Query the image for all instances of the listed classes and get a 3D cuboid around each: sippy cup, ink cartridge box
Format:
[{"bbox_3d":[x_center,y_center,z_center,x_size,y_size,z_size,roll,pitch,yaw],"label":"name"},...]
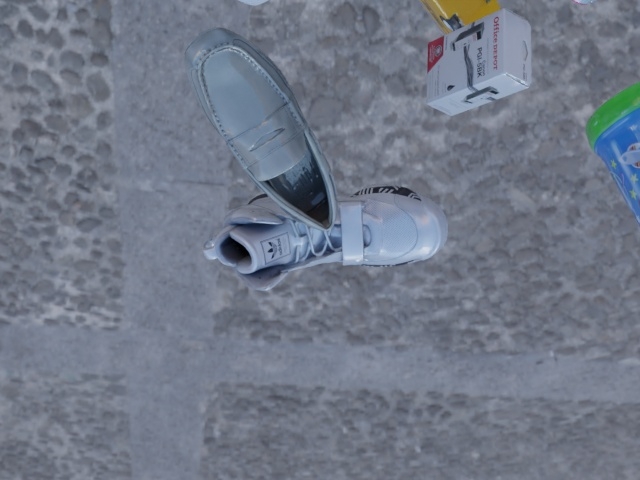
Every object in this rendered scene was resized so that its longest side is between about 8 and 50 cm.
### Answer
[{"bbox_3d":[0.515,-0.096,1.142,0.306,0.224,0.240,-1,159,-35],"label":"sippy cup"},{"bbox_3d":[0.210,-0.238,1.109,0.056,0.099,0.135,16,159,-38],"label":"ink cartridge box"}]

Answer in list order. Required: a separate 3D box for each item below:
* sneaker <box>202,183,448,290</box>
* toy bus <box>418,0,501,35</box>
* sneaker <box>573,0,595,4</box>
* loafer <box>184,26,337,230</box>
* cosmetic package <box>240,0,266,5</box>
[{"bbox_3d":[0.000,0.000,1.279,0.366,0.210,0.137,4,110,28],"label":"sneaker"},{"bbox_3d":[0.230,-0.500,1.570,0.108,0.130,0.333,-46,140,8],"label":"toy bus"},{"bbox_3d":[0.420,-0.420,1.093,0.103,0.252,0.111,44,161,2],"label":"sneaker"},{"bbox_3d":[-0.059,-0.130,1.036,0.112,0.111,0.319,-35,135,5],"label":"loafer"},{"bbox_3d":[-0.074,-0.484,0.740,0.327,0.393,0.329,15,171,-36],"label":"cosmetic package"}]
